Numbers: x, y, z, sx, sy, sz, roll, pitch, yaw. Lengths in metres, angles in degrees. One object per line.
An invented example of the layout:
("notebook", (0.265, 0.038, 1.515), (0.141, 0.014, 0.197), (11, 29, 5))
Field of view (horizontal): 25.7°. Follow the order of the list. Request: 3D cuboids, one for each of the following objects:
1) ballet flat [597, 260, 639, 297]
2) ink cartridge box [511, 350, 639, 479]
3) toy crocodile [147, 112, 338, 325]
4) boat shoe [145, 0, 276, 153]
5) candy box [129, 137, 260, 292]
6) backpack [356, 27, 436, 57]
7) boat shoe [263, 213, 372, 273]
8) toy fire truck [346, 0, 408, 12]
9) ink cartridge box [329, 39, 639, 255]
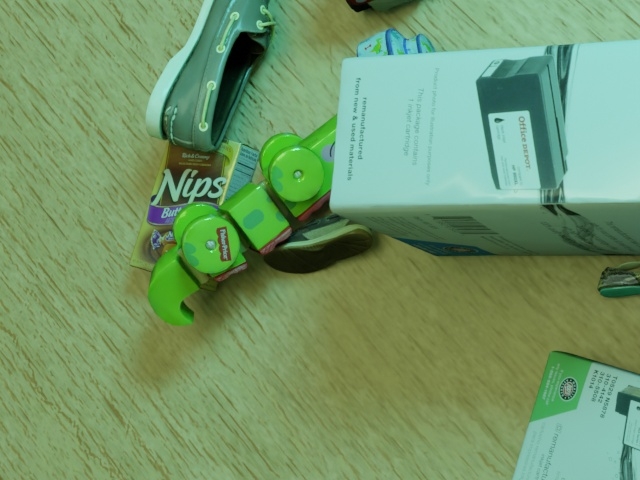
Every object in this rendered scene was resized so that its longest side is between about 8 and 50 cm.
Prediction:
("ballet flat", (0.350, 0.040, 1.482), (0.114, 0.041, 0.041), (1, 81, 26))
("ink cartridge box", (0.323, 0.217, 1.412), (0.219, 0.092, 0.160), (15, 87, 40))
("toy crocodile", (-0.071, -0.033, 1.652), (0.340, 0.115, 0.105), (-39, 107, -4))
("boat shoe", (-0.107, -0.246, 1.721), (0.091, 0.109, 0.305), (23, 77, 16))
("candy box", (-0.158, -0.041, 1.747), (0.109, 0.053, 0.186), (16, 87, 29))
("backpack", (0.094, -0.190, 1.610), (0.084, 0.114, 0.105), (-21, 71, 23))
("boat shoe", (0.000, 0.000, 1.663), (0.152, 0.056, 0.049), (-14, 48, 33))
("toy fire truck", (0.048, -0.404, 1.598), (0.158, 0.246, 0.217), (-17, 73, 24))
("ink cartridge box", (0.249, -0.082, 1.414), (0.395, 0.285, 0.166), (0, 80, 27))
